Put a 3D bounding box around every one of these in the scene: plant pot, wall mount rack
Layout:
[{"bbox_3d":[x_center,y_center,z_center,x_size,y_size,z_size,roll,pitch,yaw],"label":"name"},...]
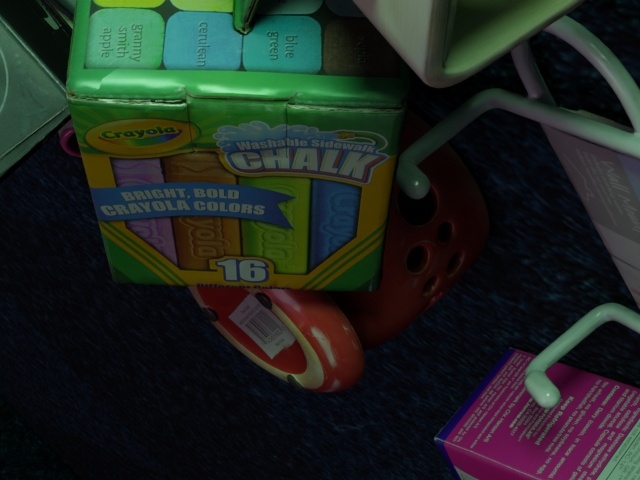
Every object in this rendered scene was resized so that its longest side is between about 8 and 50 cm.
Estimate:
[{"bbox_3d":[0.000,0.000,0.975,0.191,0.174,0.191,35,155,19],"label":"plant pot"},{"bbox_3d":[0.186,0.047,0.757,0.350,0.130,0.304,55,171,-29],"label":"wall mount rack"}]

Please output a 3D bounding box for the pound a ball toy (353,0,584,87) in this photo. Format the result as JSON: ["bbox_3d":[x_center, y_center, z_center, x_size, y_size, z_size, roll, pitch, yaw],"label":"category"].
[{"bbox_3d":[-0.015,-0.238,0.540,0.319,0.136,0.208,52,166,20],"label":"pound a ball toy"}]

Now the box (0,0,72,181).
[{"bbox_3d":[-0.244,-0.113,0.841,0.165,0.143,0.270,48,-177,-12],"label":"box"}]

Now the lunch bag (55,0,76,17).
[{"bbox_3d":[-0.156,-0.241,0.892,0.176,0.090,0.219,46,157,-7],"label":"lunch bag"}]

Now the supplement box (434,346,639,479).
[{"bbox_3d":[0.218,0.182,1.030,0.220,0.114,0.111,18,147,46],"label":"supplement box"}]

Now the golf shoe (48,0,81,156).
[{"bbox_3d":[-0.188,-0.154,1.037,0.306,0.140,0.115,38,158,14],"label":"golf shoe"}]

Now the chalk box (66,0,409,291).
[{"bbox_3d":[-0.043,-0.110,0.757,0.179,0.180,0.289,2,152,0],"label":"chalk box"}]
